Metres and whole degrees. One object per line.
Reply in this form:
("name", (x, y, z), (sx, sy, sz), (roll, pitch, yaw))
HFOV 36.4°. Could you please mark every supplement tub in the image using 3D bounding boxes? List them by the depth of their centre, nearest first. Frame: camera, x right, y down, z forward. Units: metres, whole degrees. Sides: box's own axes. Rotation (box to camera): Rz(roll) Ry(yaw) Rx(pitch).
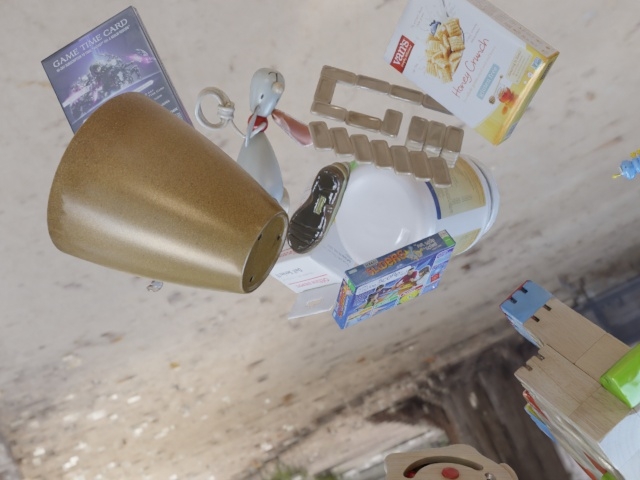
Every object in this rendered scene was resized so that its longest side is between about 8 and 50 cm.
("supplement tub", (0.203, -0.066, 1.967), (0.228, 0.228, 0.316), (-36, 167, 37))

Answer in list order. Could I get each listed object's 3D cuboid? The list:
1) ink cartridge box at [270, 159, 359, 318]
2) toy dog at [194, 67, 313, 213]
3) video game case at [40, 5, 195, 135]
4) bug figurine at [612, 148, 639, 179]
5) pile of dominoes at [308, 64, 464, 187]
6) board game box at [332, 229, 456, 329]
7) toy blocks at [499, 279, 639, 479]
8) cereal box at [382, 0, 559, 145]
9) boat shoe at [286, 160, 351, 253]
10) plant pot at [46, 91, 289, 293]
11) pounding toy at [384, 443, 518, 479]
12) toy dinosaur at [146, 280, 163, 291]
("ink cartridge box", (0.000, 0.000, 2.289), (0.119, 0.353, 0.207), (37, 151, -22))
("toy dog", (-0.115, -0.180, 2.035), (0.220, 0.333, 0.161), (-22, -156, -29))
("video game case", (-0.347, -0.240, 1.678), (0.196, 0.274, 0.026), (-29, 168, 10))
("bug figurine", (0.716, -0.097, 1.913), (0.216, 0.279, 0.072), (-30, 153, 19))
("pile of dominoes", (0.102, -0.174, 1.562), (0.251, 0.196, 0.040), (16, 141, 0))
("board game box", (0.122, 0.066, 1.624), (0.201, 0.035, 0.136), (-21, 151, -24))
("toy blocks", (0.324, 0.206, 1.089), (0.191, 0.261, 0.381), (-42, 120, -3))
("cereal box", (0.222, -0.281, 1.483), (0.047, 0.240, 0.173), (-34, 157, -43))
("boat shoe", (0.006, -0.055, 1.663), (0.072, 0.068, 0.190), (-38, 164, -52))
("plant pot", (-0.180, -0.035, 1.265), (0.237, 0.254, 0.237), (-54, 161, -28))
("pounding toy", (0.224, 0.442, 1.606), (0.270, 0.154, 0.154), (-3, -157, -17))
("toy dinosaur", (-0.221, -0.042, 1.651), (0.127, 0.200, 0.296), (4, 147, -38))
